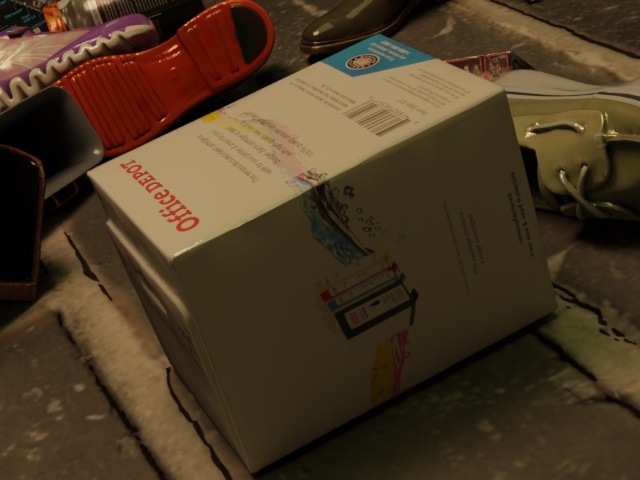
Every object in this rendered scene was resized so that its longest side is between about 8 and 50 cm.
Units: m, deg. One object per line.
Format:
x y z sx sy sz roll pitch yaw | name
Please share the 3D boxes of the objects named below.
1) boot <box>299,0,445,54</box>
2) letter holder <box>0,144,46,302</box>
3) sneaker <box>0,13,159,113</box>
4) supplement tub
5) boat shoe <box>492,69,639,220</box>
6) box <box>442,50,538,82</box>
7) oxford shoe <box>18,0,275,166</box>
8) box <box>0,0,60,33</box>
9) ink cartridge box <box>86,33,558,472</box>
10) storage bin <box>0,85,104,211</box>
0.057 -0.275 1.385 0.219 0.106 0.082 -32 32 -24 | boot
-0.384 -0.071 1.131 0.302 0.214 0.152 6 0 37 | letter holder
-0.281 -0.180 1.371 0.236 0.095 0.104 -26 66 2 | sneaker
-0.194 -0.241 1.459 0.190 0.117 0.117 -20 29 -5 | supplement tub
0.198 -0.054 0.953 0.094 0.109 0.302 -44 26 -15 | boat shoe
0.108 -0.130 1.140 0.137 0.027 0.094 -6 -6 22 | box
-0.166 -0.144 1.335 0.271 0.097 0.098 -24 -2 0 | oxford shoe
-0.317 -0.269 1.514 0.220 0.175 0.051 -35 13 -26 | box
0.000 0.000 0.881 0.232 0.168 0.171 -26 29 -15 | ink cartridge box
-0.277 -0.066 1.242 0.091 0.098 0.135 -26 12 38 | storage bin
